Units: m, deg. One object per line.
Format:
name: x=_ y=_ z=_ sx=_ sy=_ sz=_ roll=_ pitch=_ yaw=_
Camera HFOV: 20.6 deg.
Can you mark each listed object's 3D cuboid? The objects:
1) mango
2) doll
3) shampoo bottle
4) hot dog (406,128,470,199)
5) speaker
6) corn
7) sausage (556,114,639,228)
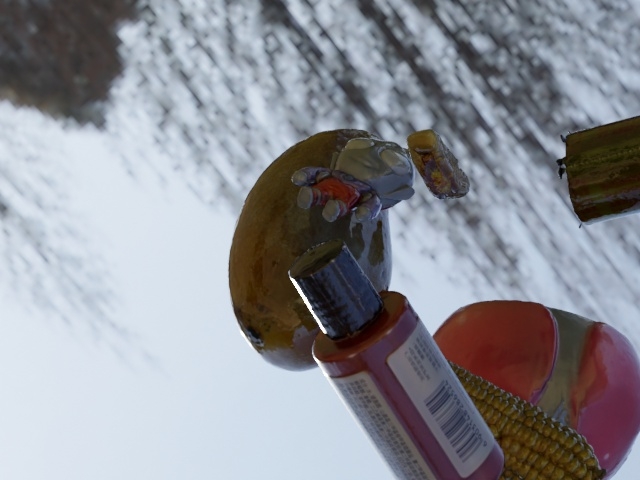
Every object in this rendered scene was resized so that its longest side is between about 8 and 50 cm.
mango: x=0.000 y=0.000 z=1.975 sx=0.146 sy=0.193 sz=0.316 roll=-23 pitch=-140 yaw=54
doll: x=0.047 y=-0.066 z=1.874 sx=0.227 sy=0.102 sz=0.075 roll=-30 pitch=145 yaw=-56
shampoo bottle: x=0.064 y=0.122 z=1.641 sx=0.104 sy=0.278 sz=0.104 roll=-28 pitch=-160 yaw=11
hot dog: x=0.105 y=-0.060 z=1.552 sx=0.030 sy=0.090 sz=0.034 roll=-15 pitch=-131 yaw=23
speaker: x=0.269 y=0.201 z=2.211 sx=0.294 sy=0.294 sz=0.294 roll=-33 pitch=-157 yaw=16
corn: x=0.157 y=0.188 z=1.869 sx=0.102 sy=0.313 sz=0.102 roll=-54 pitch=166 yaw=-20
sausage: x=0.445 y=-0.112 z=2.113 sx=0.317 sy=0.125 sz=0.117 roll=-16 pitch=-133 yaw=25
